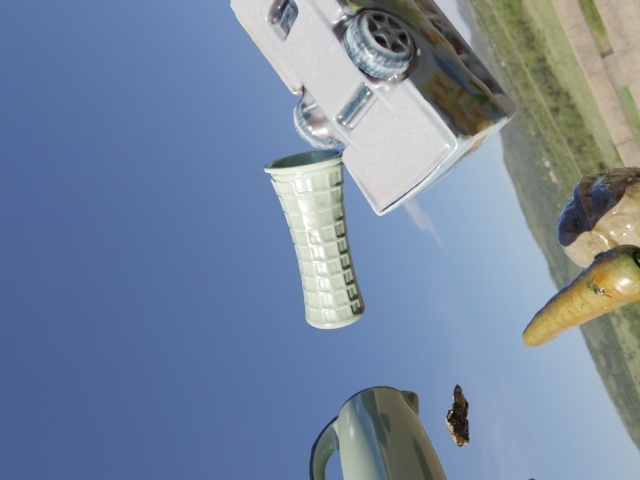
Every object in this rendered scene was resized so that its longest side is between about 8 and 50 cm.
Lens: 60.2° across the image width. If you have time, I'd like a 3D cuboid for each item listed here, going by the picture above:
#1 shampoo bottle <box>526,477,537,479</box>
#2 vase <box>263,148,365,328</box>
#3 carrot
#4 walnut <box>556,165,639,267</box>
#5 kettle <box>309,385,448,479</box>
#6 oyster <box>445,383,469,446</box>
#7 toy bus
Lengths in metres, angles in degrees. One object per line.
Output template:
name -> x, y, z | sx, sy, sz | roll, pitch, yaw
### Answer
shampoo bottle -> 0.405, 0.469, 1.020 | 0.137, 0.027, 0.048 | 26, -135, -27
vase -> 0.000, 0.000, 0.969 | 0.143, 0.143, 0.298 | -51, -47, -63
carrot -> 0.371, 0.105, 0.820 | 0.078, 0.298, 0.078 | 8, -125, -12
walnut -> 0.548, -0.035, 1.018 | 0.224, 0.224, 0.224 | 45, -149, -37
kettle -> 0.088, 0.374, 0.911 | 0.236, 0.221, 0.161 | -106, -10, -54
oyster -> 0.184, 0.232, 0.720 | 0.054, 0.019, 0.083 | 56, -143, -26
toy bus -> 0.008, -0.187, 0.431 | 0.136, 0.109, 0.329 | -29, -100, -37
